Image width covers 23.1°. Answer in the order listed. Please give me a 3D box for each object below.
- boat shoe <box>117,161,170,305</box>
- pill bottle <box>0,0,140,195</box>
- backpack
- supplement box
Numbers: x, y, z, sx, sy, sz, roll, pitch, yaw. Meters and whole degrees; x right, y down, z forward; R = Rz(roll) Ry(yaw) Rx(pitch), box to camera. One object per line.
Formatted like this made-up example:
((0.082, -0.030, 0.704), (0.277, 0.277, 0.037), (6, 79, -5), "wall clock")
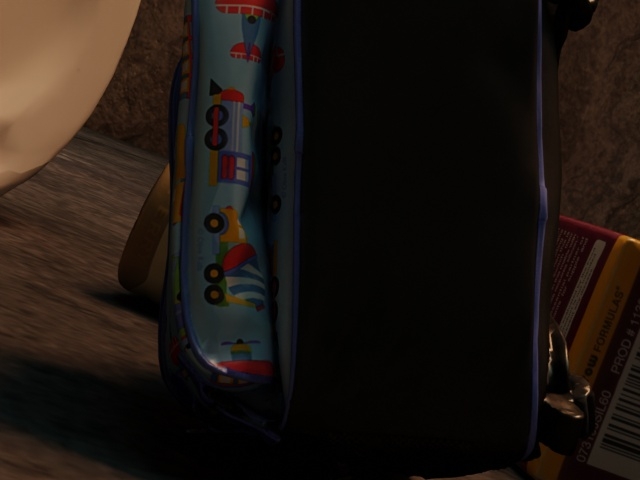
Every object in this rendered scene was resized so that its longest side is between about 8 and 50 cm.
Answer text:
((0.000, 0.000, 0.793), (0.098, 0.109, 0.302), (27, 10, 12), "boat shoe")
((-0.301, -0.182, 0.784), (0.392, 0.224, 0.224), (23, 3, 22), "pill bottle")
((0.010, -0.005, 0.485), (0.116, 0.158, 0.173), (3, -9, -7), "backpack")
((0.121, 0.049, 0.698), (0.080, 0.104, 0.188), (21, 3, -10), "supplement box")
